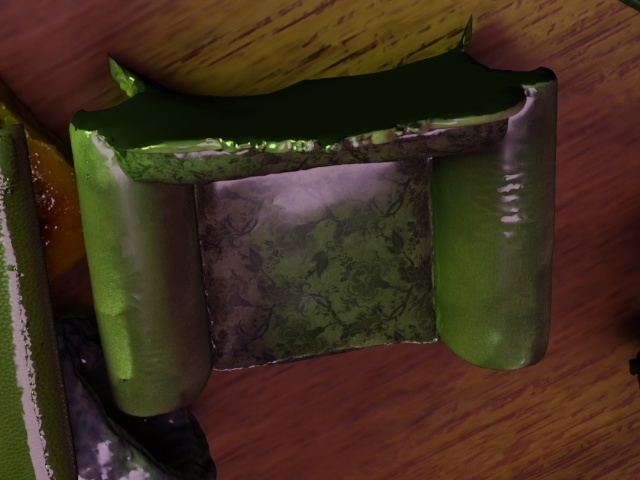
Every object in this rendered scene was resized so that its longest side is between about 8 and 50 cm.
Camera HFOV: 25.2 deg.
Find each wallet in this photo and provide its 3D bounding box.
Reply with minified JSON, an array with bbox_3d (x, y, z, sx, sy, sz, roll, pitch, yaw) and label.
[{"bbox_3d":[-0.196,0.042,0.765,0.110,0.031,0.198,-7,96,6],"label":"wallet"}]

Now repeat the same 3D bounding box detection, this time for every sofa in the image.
[{"bbox_3d":[0.000,0.000,0.801,0.258,0.182,0.200,-6,118,-6],"label":"sofa"}]

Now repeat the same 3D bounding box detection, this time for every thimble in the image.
[{"bbox_3d":[-0.141,0.126,0.860,0.098,0.150,0.150,-41,116,10],"label":"thimble"}]

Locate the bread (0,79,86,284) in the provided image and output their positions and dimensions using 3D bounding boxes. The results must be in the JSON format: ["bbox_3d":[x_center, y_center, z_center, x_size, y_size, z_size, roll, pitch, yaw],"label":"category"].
[{"bbox_3d":[-0.251,0.030,0.835,0.271,0.077,0.139,-38,120,7],"label":"bread"}]

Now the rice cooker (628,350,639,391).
[{"bbox_3d":[0.318,0.075,0.869,0.244,0.226,0.226,-6,117,-6],"label":"rice cooker"}]

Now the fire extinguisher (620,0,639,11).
[{"bbox_3d":[0.173,-0.164,0.830,0.173,0.035,0.049,30,105,-19],"label":"fire extinguisher"}]
